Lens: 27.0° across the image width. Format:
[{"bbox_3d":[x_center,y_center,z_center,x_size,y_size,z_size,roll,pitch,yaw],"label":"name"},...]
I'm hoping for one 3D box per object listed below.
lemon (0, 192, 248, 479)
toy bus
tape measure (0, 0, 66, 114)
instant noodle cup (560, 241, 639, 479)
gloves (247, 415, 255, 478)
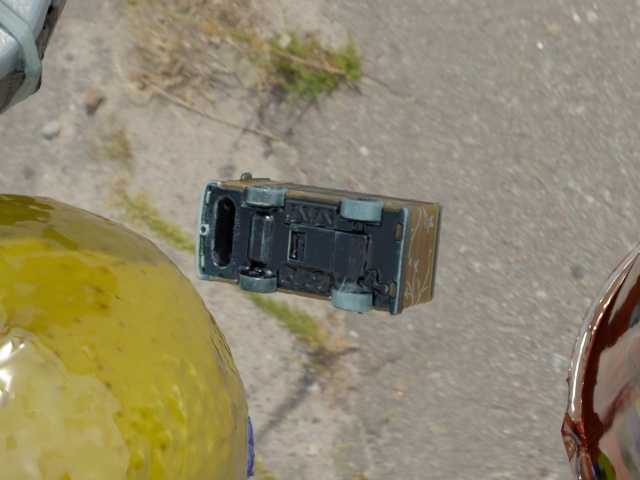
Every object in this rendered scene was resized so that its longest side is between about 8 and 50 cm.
[{"bbox_3d":[-0.160,0.104,0.655,0.253,0.253,0.310,-50,22,5],"label":"lemon"},{"bbox_3d":[0.000,0.000,1.614,0.275,0.167,0.138,8,99,26],"label":"toy bus"},{"bbox_3d":[-0.255,-0.159,0.854,0.182,0.107,0.180,13,67,-9],"label":"tape measure"},{"bbox_3d":[0.221,0.048,0.513,0.251,0.192,0.250,-3,67,7],"label":"instant noodle cup"},{"bbox_3d":[-0.105,0.231,1.515,0.064,0.026,0.086,-7,96,12],"label":"gloves"}]
